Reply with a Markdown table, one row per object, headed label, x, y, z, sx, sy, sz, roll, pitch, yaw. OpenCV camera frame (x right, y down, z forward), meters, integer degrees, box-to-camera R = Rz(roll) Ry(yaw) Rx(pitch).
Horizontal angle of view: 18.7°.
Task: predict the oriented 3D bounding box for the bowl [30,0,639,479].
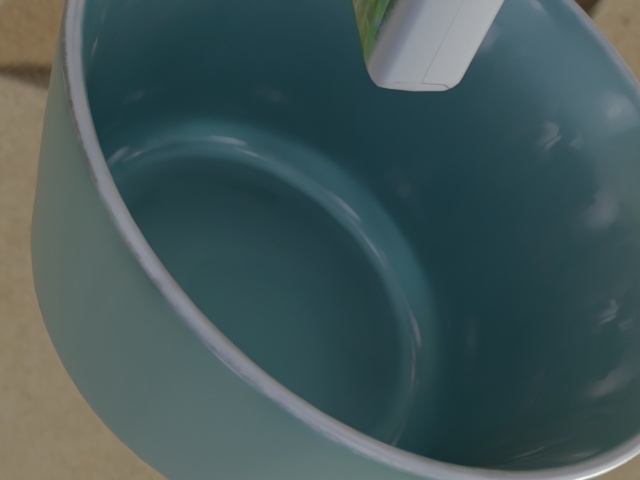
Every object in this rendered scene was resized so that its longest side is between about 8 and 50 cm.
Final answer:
| label | x | y | z | sx | sy | sz | roll | pitch | yaw |
| --- | --- | --- | --- | --- | --- | --- | --- | --- | --- |
| bowl | 0.000 | 0.000 | 0.849 | 0.312 | 0.311 | 0.163 | 6 | 145 | -32 |

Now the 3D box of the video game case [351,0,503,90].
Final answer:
| label | x | y | z | sx | sy | sz | roll | pitch | yaw |
| --- | --- | --- | --- | --- | --- | --- | --- | --- | --- |
| video game case | 0.032 | -0.168 | 0.367 | 0.023 | 0.193 | 0.212 | 2 | 145 | -18 |
